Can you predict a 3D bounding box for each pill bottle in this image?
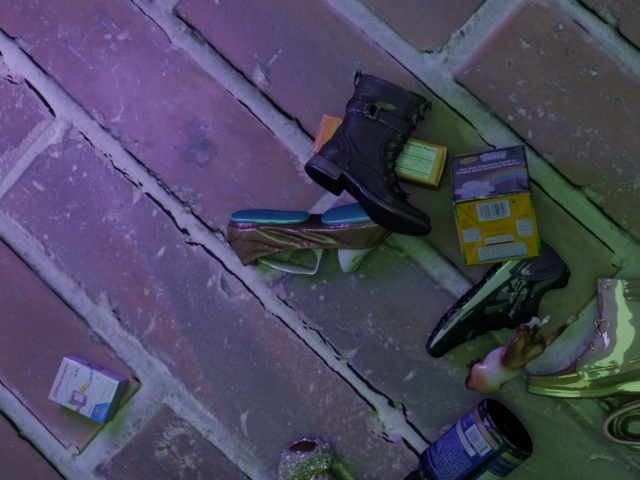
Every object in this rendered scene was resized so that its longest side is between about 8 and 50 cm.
[{"bbox_3d":[0.248,0.383,1.800,0.219,0.123,0.123,-45,81,20],"label":"pill bottle"}]

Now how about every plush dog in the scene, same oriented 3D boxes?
[{"bbox_3d":[0.012,0.504,1.822,0.225,0.262,0.211,10,124,20],"label":"plush dog"}]

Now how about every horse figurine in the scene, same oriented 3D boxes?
[{"bbox_3d":[0.316,0.193,1.745,0.066,0.174,0.263,53,136,10],"label":"horse figurine"}]

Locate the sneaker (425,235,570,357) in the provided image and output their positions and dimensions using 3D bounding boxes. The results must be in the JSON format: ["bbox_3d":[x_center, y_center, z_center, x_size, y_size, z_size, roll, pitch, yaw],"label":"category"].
[{"bbox_3d":[0.312,0.124,1.816,0.283,0.107,0.124,-45,88,7],"label":"sneaker"}]

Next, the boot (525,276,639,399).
[{"bbox_3d":[0.473,0.165,1.785,0.262,0.095,0.203,-7,88,9],"label":"boot"}]

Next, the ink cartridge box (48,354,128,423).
[{"bbox_3d":[-0.440,0.280,1.975,0.122,0.052,0.089,22,93,12],"label":"ink cartridge box"}]

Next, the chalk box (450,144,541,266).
[{"bbox_3d":[0.297,-0.072,1.788,0.132,0.213,0.132,-8,120,12],"label":"chalk box"}]

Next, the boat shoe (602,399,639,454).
[{"bbox_3d":[0.636,0.295,1.711,0.341,0.110,0.122,-16,73,21],"label":"boat shoe"}]

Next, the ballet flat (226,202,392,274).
[{"bbox_3d":[0.000,0.000,1.880,0.342,0.116,0.124,-5,108,11],"label":"ballet flat"}]

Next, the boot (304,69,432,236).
[{"bbox_3d":[0.123,-0.155,1.781,0.263,0.091,0.229,33,73,6],"label":"boot"}]

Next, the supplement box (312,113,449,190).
[{"bbox_3d":[0.109,-0.156,1.870,0.233,0.078,0.080,19,89,10],"label":"supplement box"}]
